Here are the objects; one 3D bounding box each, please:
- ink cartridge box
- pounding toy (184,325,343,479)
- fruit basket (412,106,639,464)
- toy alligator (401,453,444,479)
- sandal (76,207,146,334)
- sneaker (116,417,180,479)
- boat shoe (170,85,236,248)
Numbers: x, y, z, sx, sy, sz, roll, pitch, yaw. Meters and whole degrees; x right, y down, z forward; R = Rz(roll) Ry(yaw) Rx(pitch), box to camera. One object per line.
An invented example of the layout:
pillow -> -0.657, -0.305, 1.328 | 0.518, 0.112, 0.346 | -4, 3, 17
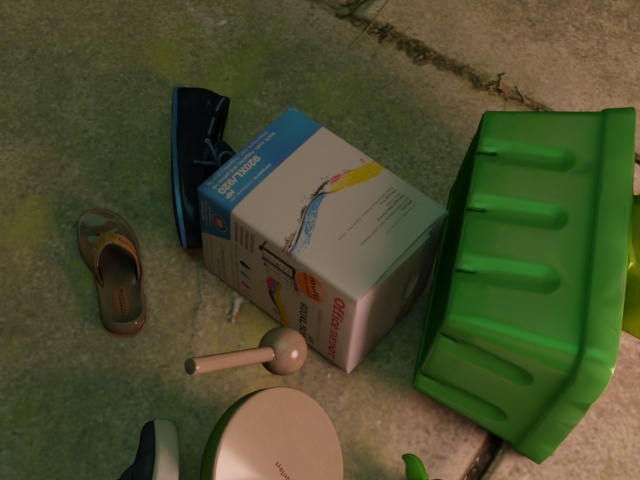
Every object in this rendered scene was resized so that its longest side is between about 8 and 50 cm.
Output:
ink cartridge box -> 0.000, 0.000, 1.189 | 0.233, 0.171, 0.168 | 35, 61, 19
pounding toy -> -0.082, 0.220, 1.064 | 0.183, 0.110, 0.236 | -12, 92, -46
fruit basket -> 0.317, 0.044, 1.116 | 0.392, 0.283, 0.391 | 4, 57, -7
toy alligator -> 0.136, 0.309, 1.064 | 0.051, 0.056, 0.189 | -48, 65, 16
sandal -> -0.250, 0.029, 1.225 | 0.072, 0.049, 0.180 | -12, 58, -12
sneaker -> -0.229, 0.326, 0.974 | 0.148, 0.131, 0.350 | 11, 56, -2
boat shoe -> -0.146, -0.106, 1.293 | 0.089, 0.109, 0.258 | 0, 58, -8
